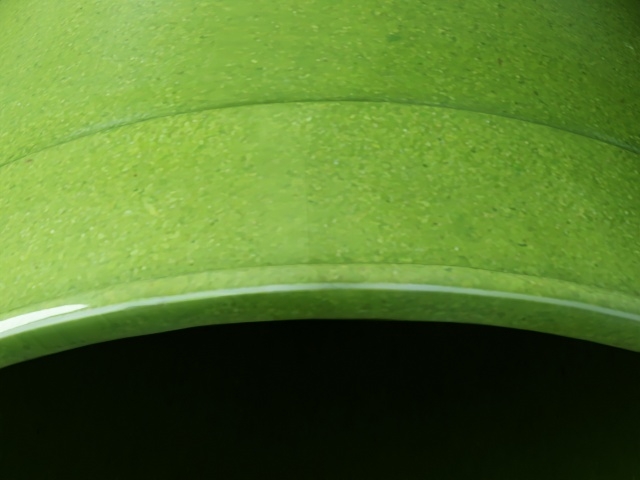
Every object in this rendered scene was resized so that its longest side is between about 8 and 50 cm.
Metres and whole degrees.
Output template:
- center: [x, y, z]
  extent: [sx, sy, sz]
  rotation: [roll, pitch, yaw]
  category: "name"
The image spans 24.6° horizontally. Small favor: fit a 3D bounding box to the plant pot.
- center: [0.000, 0.000, 0.555]
  extent: [0.366, 0.366, 0.353]
  rotation: [-22, 45, 22]
  category: "plant pot"
